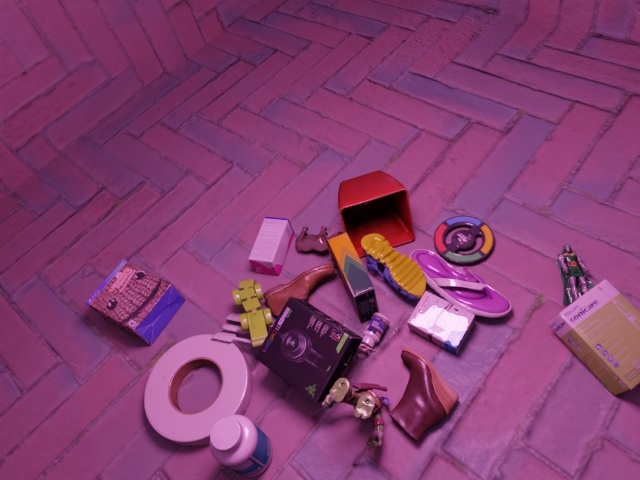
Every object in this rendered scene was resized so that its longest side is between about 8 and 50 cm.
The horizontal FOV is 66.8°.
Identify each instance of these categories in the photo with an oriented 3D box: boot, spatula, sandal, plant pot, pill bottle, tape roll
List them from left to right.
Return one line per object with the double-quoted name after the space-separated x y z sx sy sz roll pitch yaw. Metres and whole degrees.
-0.437 0.527 1.736 0.391 0.072 0.392 -7 53 9 "tape roll"
-0.248 0.628 1.494 0.146 0.264 0.146 -6 53 9 "pill bottle"
-0.265 0.337 1.824 0.241 0.019 0.168 6 24 17 "spatula"
-0.064 0.194 1.879 0.305 0.112 0.115 -29 64 2 "boot"
0.204 -0.129 1.959 0.267 0.267 0.236 -17 40 1 "plant pot"
0.193 0.324 1.733 0.067 0.067 0.120 22 62 26 "pill bottle"
0.274 0.111 1.832 0.126 0.138 0.317 -25 53 -23 "sandal"
0.296 0.491 1.571 0.207 0.090 0.248 -36 58 -16 "boot"
0.489 0.138 1.749 0.416 0.102 0.169 32 47 32 "sandal"

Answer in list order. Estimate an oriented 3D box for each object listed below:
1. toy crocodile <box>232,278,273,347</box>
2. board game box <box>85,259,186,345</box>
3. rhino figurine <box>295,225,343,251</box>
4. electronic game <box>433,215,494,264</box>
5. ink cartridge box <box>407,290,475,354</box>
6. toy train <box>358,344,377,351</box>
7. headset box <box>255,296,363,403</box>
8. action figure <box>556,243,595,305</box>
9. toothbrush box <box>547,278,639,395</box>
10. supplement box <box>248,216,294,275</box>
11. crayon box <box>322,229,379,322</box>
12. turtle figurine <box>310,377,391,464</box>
-0.254 0.266 1.827 0.115 0.105 0.341 -15 42 -12 "toy crocodile"
-0.747 0.247 1.971 0.291 0.141 0.232 20 61 25 "board game box"
0.000 0.000 1.991 0.243 0.073 0.106 0 53 31 "rhino figurine"
0.559 -0.004 1.896 0.229 0.048 0.229 -6 54 9 "electronic game"
0.420 0.285 1.690 0.190 0.082 0.140 26 73 27 "ink cartridge box"
0.057 0.398 1.698 0.248 0.105 0.143 20 72 25 "toy train"
-0.030 0.367 1.622 0.283 0.131 0.246 31 91 25 "headset box"
0.899 0.114 1.718 0.137 0.063 0.232 -2 56 0 "action figure"
0.905 0.300 1.516 0.206 0.122 0.283 -32 66 -11 "toothbrush box"
-0.201 0.023 2.021 0.113 0.111 0.220 5 56 17 "supplement box"
0.115 0.119 1.816 0.083 0.203 0.323 -22 53 -4 "crayon box"
0.095 0.543 1.477 0.274 0.266 0.198 -24 55 0 "turtle figurine"
